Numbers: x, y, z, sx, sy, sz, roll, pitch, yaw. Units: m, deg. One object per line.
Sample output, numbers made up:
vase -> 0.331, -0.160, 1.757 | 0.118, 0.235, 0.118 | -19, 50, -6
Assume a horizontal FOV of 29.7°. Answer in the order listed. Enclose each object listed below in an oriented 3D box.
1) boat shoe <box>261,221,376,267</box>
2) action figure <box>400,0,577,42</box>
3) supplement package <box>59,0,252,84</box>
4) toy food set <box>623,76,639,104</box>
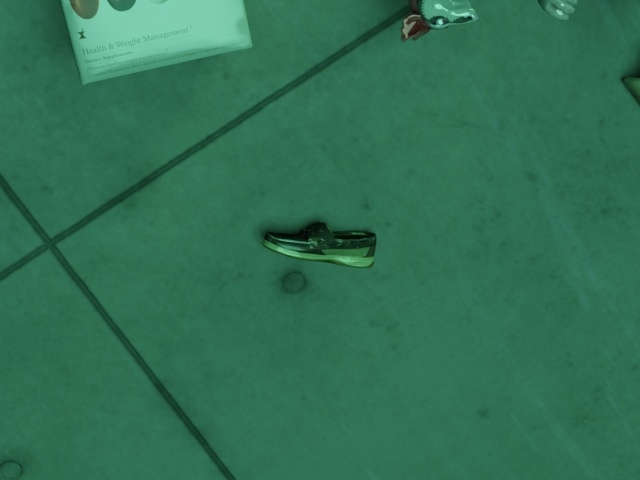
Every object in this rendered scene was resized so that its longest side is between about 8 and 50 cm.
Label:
boat shoe -> 0.000, 0.000, 1.534 | 0.152, 0.056, 0.049 | 8, 102, -25
action figure -> 0.167, -0.390, 1.326 | 0.276, 0.248, 0.370 | 27, 99, -18
supplement package -> -0.196, -0.303, 1.330 | 0.194, 0.149, 0.203 | -14, 112, -7
toy food set -> 0.576, -0.225, 1.567 | 0.306, 0.092, 0.220 | -38, 113, 12
